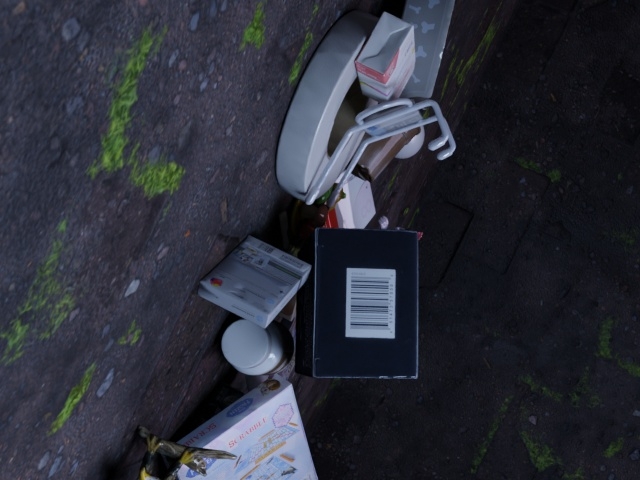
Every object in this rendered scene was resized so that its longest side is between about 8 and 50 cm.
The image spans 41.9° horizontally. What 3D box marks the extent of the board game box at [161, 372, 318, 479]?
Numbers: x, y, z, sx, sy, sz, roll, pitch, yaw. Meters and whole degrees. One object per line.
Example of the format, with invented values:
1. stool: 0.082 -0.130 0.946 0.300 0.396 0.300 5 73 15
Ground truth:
1. board game box: -0.171 0.512 1.883 0.318 0.066 0.318 -31 126 -29

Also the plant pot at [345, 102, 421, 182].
1. plant pot: 0.119 -0.234 1.932 0.165 0.167 0.167 -55 167 -8

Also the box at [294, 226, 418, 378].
1. box: 0.066 0.144 1.791 0.395 0.211 0.294 127 -36 -80

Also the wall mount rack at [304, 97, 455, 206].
1. wall mount rack: 0.114 -0.179 1.693 0.350 0.304 0.131 0 71 -77

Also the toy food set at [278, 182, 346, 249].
1. toy food set: -0.004 -0.062 1.869 0.218 0.071 0.128 -48 150 -40

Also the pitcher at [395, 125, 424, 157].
1. pitcher: 0.195 -0.291 2.253 0.177 0.125 0.207 -41 154 -7

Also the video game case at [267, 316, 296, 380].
1. video game case: -0.100 0.316 2.382 0.275 0.035 0.248 -64 165 -7

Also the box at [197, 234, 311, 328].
1. box: -0.120 0.073 1.566 0.186 0.145 0.038 -48 159 -54

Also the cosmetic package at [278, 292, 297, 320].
1. cosmetic package: -0.071 0.149 2.180 0.060 0.041 0.115 -50 162 -46

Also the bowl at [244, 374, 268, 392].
1. bowl: -0.150 0.348 2.001 0.142 0.053 0.142 -114 -166 -50

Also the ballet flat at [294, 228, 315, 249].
1. ballet flat: 0.000 0.000 2.075 0.072 0.068 0.213 -38 179 21

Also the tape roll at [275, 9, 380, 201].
1. tape roll: 0.032 -0.267 1.681 0.392 0.072 0.392 -59 168 -21

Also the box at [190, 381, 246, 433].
1. box: -0.243 0.449 1.989 0.180 0.077 0.147 -58 167 -24

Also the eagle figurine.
1. eagle figurine: -0.311 0.481 1.469 0.225 0.226 0.298 54 37 -36

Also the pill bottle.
1. pill bottle: -0.140 0.232 1.844 0.131 0.131 0.229 -63 168 -4

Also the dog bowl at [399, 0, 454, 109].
1. dog bowl: 0.228 -0.466 1.848 0.349 0.102 0.349 14 90 -86

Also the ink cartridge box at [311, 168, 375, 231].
1. ink cartridge box: 0.053 -0.085 2.031 0.232 0.066 0.189 -56 142 -46

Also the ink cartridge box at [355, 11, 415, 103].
1. ink cartridge box: 0.128 -0.337 1.609 0.115 0.067 0.198 -60 167 -8

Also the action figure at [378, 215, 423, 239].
1. action figure: 0.169 0.092 2.496 0.370 0.276 0.248 -34 180 -10
